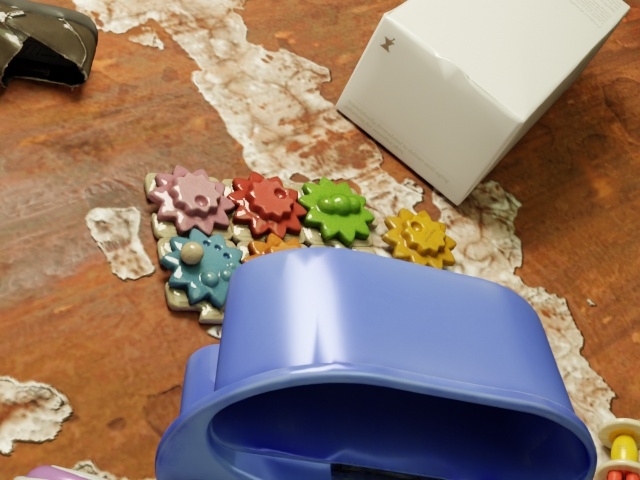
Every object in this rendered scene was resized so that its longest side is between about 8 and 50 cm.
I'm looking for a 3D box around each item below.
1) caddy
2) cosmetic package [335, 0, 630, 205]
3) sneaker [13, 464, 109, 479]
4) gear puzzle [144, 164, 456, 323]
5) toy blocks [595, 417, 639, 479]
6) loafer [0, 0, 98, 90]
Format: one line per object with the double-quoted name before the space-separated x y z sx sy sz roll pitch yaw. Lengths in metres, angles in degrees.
"caddy" 0.043 0.153 0.804 0.341 0.241 0.179 12 43 -19
"cosmetic package" 0.207 -0.227 1.261 0.197 0.155 0.365 41 46 8
"sneaker" -0.099 0.278 0.737 0.305 0.114 0.152 26 70 -12
"gear puzzle" 0.000 0.000 1.038 0.339 0.044 0.175 3 53 -27
"toy blocks" 0.320 0.258 0.995 0.123 0.054 0.148 25 46 -8
"loafer" -0.317 -0.193 0.998 0.220 0.080 0.078 1 53 -28
